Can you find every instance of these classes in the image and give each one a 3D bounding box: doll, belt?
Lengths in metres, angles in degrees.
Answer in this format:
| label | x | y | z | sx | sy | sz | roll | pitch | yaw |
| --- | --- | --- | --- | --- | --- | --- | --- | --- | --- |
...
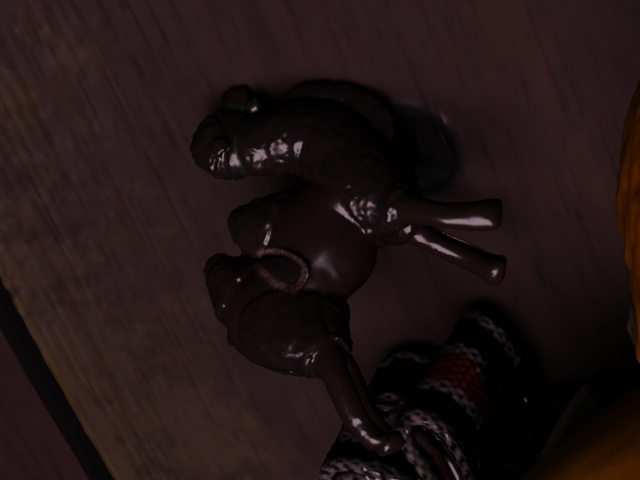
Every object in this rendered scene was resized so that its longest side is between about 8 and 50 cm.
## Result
| label | x | y | z | sx | sy | sz | roll | pitch | yaw |
| --- | --- | --- | --- | --- | --- | --- | --- | --- | --- |
| doll | 0.000 | 0.000 | 0.839 | 0.165 | 0.057 | 0.139 | 33 | 94 | 19 |
| belt | 0.132 | 0.200 | 0.949 | 0.126 | 0.094 | 0.359 | -11 | 121 | 39 |

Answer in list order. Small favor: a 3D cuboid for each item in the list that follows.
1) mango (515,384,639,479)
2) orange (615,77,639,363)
| label | x | y | z | sx | sy | sz | roll | pitch | yaw |
| --- | --- | --- | --- | --- | --- | --- | --- | --- | --- |
| mango | 0.156 | 0.162 | 0.790 | 0.187 | 0.359 | 0.144 | 62 | 163 | -16 |
| orange | 0.250 | 0.002 | 0.624 | 0.312 | 0.312 | 0.312 | 9 | 128 | 12 |
